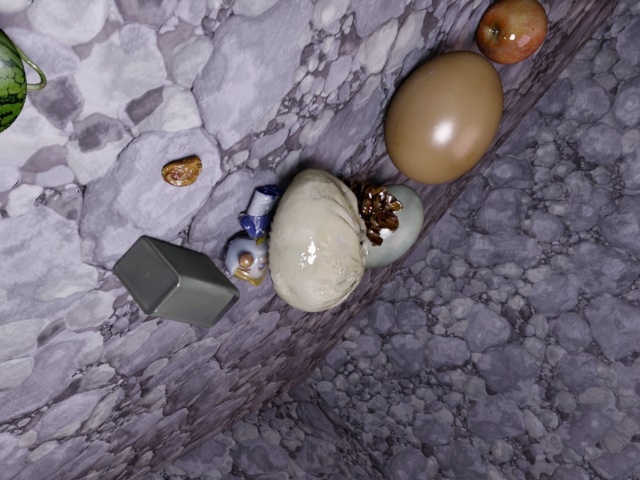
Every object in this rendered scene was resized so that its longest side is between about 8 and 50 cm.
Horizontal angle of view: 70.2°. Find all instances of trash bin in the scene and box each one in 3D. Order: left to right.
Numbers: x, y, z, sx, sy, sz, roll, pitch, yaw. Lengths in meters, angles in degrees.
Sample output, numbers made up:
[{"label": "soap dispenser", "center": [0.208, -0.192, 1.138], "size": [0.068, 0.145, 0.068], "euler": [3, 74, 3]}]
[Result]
[{"label": "trash bin", "center": [-0.318, 0.095, 1.025], "size": [0.122, 0.164, 0.240], "euler": [-47, 157, 1]}]

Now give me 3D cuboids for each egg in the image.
[{"label": "egg", "center": [0.224, -0.049, 1.663], "size": [0.352, 0.258, 0.259], "euler": [-47, 161, 19]}, {"label": "egg", "center": [0.340, -0.339, 1.277], "size": [0.301, 0.301, 0.373], "euler": [-10, 129, -58]}]

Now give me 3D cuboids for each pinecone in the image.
[{"label": "pinecone", "center": [0.108, -0.074, 1.389], "size": [0.244, 0.310, 0.243], "euler": [-5, 96, -51]}]

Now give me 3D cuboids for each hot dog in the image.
[{"label": "hot dog", "center": [-0.261, -0.133, 0.873], "size": [0.083, 0.035, 0.058], "euler": [-27, 156, -41]}]

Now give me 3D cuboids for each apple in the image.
[{"label": "apple", "center": [0.560, -0.619, 1.345], "size": [0.174, 0.188, 0.188], "euler": [-20, 149, -31]}]

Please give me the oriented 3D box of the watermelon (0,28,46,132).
[{"label": "watermelon", "center": [-0.363, -0.169, 0.461], "size": [0.187, 0.141, 0.140], "euler": [-19, 147, -58]}]

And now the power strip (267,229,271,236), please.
[{"label": "power strip", "center": [-0.166, 0.040, 1.389], "size": [0.192, 0.035, 0.081], "euler": [-55, 158, 22]}]

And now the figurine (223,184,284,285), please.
[{"label": "figurine", "center": [-0.172, -0.007, 1.170], "size": [0.274, 0.133, 0.193], "euler": [102, 14, -46]}]

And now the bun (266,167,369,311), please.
[{"label": "bun", "center": [0.000, 0.000, 1.141], "size": [0.326, 0.235, 0.361], "euler": [27, 69, -72]}]

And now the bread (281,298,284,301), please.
[{"label": "bread", "center": [-0.058, 0.125, 1.690], "size": [0.142, 0.091, 0.305], "euler": [-23, 150, -36]}]
